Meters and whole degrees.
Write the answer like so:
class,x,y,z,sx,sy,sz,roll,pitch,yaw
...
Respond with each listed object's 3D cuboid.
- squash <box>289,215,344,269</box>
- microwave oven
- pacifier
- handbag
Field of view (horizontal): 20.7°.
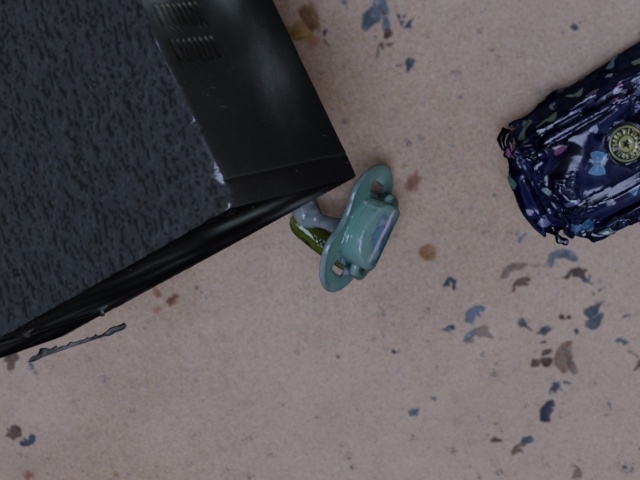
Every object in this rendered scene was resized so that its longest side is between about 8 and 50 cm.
class,x,y,z,sx,sy,sz,roll,pitch,yaw
squash,0.000,0.000,1.958,0.083,0.027,0.027,35,110,-7
microwave oven,-0.247,-0.103,1.730,0.432,0.236,0.374,-29,83,30
pacifier,0.024,-0.020,1.917,0.117,0.127,0.150,22,92,27
handbag,0.322,-0.101,1.845,0.260,0.113,0.162,-28,113,7
